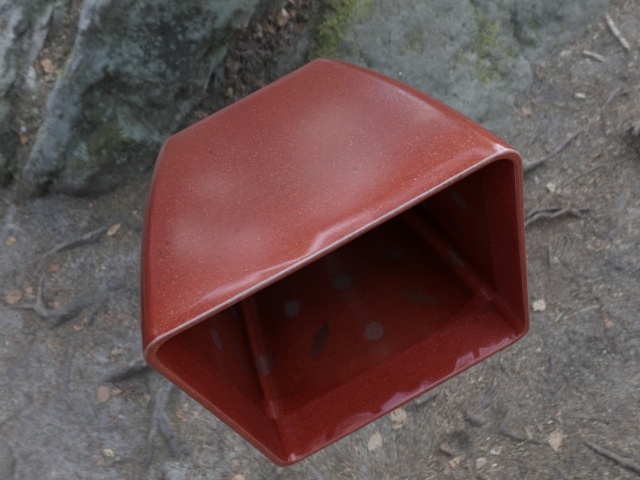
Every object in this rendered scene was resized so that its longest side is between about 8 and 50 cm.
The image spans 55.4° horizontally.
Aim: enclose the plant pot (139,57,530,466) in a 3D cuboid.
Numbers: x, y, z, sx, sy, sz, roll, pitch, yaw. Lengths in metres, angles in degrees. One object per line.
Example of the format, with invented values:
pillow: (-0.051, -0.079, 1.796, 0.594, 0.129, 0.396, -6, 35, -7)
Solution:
plant pot: (0.000, 0.000, 0.543, 0.267, 0.267, 0.235, -28, 51, -1)
